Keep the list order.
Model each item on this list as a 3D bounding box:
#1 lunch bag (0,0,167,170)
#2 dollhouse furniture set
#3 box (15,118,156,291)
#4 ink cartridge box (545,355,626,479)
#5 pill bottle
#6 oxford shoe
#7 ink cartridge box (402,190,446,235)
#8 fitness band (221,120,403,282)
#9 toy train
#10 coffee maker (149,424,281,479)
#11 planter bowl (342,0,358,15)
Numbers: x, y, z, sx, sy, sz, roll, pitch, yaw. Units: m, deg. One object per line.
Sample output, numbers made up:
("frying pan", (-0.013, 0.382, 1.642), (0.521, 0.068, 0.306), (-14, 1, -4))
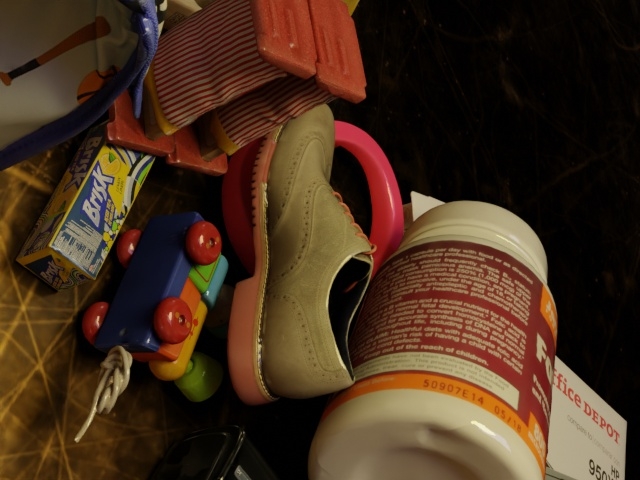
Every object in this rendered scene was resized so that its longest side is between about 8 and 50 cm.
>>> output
("lunch bag", (-0.243, -0.233, 0.644), (0.238, 0.385, 0.328), (14, 66, -46))
("dollhouse furniture set", (-0.106, -0.272, 0.913), (0.152, 0.201, 0.374), (18, 54, -50))
("box", (-0.212, -0.038, 0.866), (0.054, 0.059, 0.169), (44, 48, -30))
("ink cartridge box", (0.250, 0.356, 1.183), (0.285, 0.166, 0.395), (41, 49, -34))
("pill bottle", (0.141, 0.134, 1.012), (0.224, 0.224, 0.392), (55, 31, -20))
("oxford shoe", (0.000, 0.000, 0.948), (0.123, 0.130, 0.348), (52, 38, -57))
("ink cartridge box", (0.160, 0.006, 1.286), (0.181, 0.061, 0.104), (18, 63, -46))
("fitness band", (-0.002, -0.039, 1.126), (0.290, 0.054, 0.209), (-11, 88, -50))
("toy train", (-0.145, 0.108, 0.873), (0.143, 0.105, 0.248), (54, 41, -42))
("coffee maker", (-0.075, 0.264, 0.895), (0.178, 0.120, 0.171), (56, 17, -22))
("planter bowl", (-0.048, -0.296, 1.093), (0.090, 0.217, 0.217), (42, 35, 19))
